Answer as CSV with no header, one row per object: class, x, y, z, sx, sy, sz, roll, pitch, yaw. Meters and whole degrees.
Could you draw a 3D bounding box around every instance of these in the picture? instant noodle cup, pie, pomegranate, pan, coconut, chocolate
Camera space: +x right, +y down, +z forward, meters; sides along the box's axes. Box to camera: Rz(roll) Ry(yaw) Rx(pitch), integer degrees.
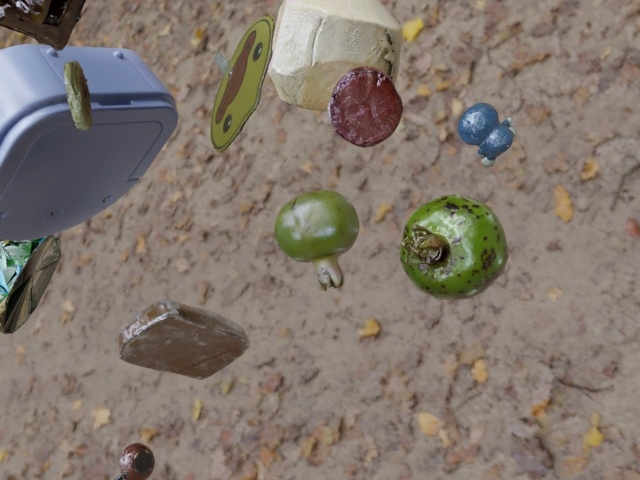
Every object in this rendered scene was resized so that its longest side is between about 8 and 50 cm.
instant noodle cup,-0.661,0.055,1.671,0.240,0.178,0.240,-156,90,-90
pie,0.087,-0.253,1.571,0.154,0.154,0.036,-59,18,4
pomegranate,0.241,0.016,1.575,0.211,0.263,0.211,2,95,31
pomegranate,0.009,-0.012,1.756,0.210,0.179,0.179,47,108,9
pie,-0.291,-0.173,0.996,0.020,0.084,0.084,-10,53,-5
pan,-0.324,0.394,1.404,0.023,0.068,0.115,-14,19,44
coconut,0.038,-0.486,2.039,0.353,0.353,0.352,-23,54,36
chocolate,-0.252,0.168,1.509,0.157,0.254,0.080,-35,55,23

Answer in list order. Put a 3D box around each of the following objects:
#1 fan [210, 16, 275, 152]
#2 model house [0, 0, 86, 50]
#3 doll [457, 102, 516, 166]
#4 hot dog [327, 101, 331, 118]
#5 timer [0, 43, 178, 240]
fan,-0.139,-0.270,1.365,0.229,0.011,0.335,-63,27,16
model house,-0.339,-0.385,0.748,0.297,0.282,0.317,35,102,21
doll,0.237,-0.158,1.169,0.076,0.083,0.050,-50,4,-6
hot dog,0.082,-0.299,1.863,0.059,0.108,0.191,-47,5,42
timer,-0.458,-0.157,1.379,0.395,0.395,0.173,-44,76,19
